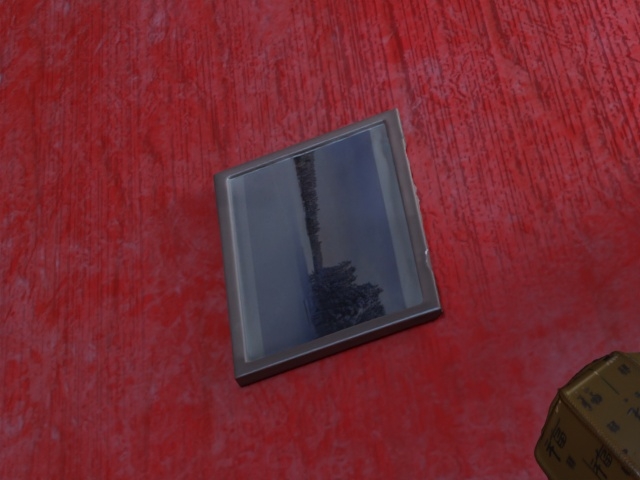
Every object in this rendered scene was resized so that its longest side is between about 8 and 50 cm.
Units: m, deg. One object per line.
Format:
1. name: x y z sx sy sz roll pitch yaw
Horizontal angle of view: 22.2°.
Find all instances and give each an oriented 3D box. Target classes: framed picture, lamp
1. framed picture: 0.000 0.000 1.632 0.213 0.016 0.289 -20 45 11
2. lamp: 0.262 0.178 1.237 0.161 0.161 0.185 -35 42 -5
